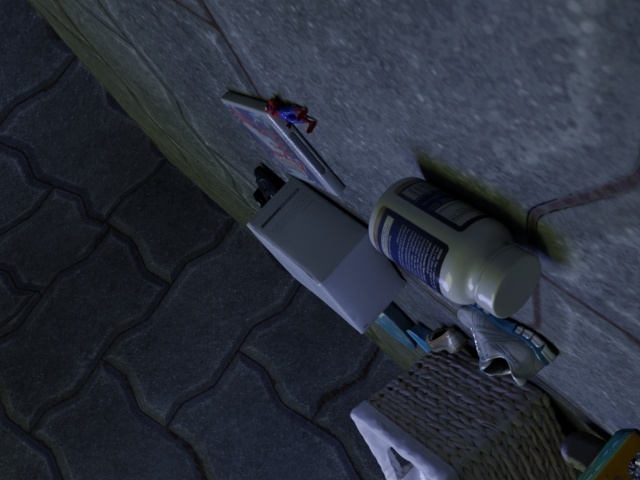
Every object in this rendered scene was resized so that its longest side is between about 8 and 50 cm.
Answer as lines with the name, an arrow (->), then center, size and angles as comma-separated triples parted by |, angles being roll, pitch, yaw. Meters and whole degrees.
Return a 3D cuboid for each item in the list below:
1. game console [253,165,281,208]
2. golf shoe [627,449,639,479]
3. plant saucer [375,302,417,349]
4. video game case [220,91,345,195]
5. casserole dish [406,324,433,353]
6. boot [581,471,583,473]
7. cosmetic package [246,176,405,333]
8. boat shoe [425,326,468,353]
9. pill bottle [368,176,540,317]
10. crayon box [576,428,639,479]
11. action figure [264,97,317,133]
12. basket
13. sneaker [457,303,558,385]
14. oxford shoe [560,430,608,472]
game console -> -0.081, -0.074, 1.647 | 0.213, 0.044, 0.361 | 40, 173, 13
golf shoe -> 0.434, 0.296, 0.815 | 0.105, 0.120, 0.273 | 45, 154, 42
plant saucer -> 0.145, 0.170, 1.844 | 0.317, 0.044, 0.317 | 41, 173, 6
video game case -> -0.065, -0.159, 1.122 | 0.183, 0.023, 0.201 | 47, 172, -32
casserole dish -> 0.283, 0.264, 1.666 | 0.188, 0.037, 0.114 | 45, 172, -24
boot -> 0.568, 0.504, 1.426 | 0.246, 0.083, 0.161 | 46, -179, 20
cosmetic package -> 0.015, 0.029, 1.329 | 0.225, 0.138, 0.224 | 39, 172, 37
boat shoe -> 0.246, 0.194, 1.397 | 0.048, 0.056, 0.153 | 53, 171, -4
pill bottle -> 0.137, 0.008, 0.713 | 0.169, 0.094, 0.094 | 37, 171, 42
crayon box -> 0.402, 0.420, 0.950 | 0.165, 0.278, 0.081 | 41, 174, 15
action figure -> -0.048, -0.172, 0.942 | 0.038, 0.030, 0.115 | 42, 177, -36
basket -> 0.288, 0.427, 1.352 | 0.331, 0.266, 0.328 | 17, 139, 61
sneaker -> 0.247, 0.149, 1.001 | 0.071, 0.083, 0.191 | 45, 174, -26
oxford shoe -> 0.495, 0.374, 1.110 | 0.212, 0.076, 0.076 | 37, -159, 26
